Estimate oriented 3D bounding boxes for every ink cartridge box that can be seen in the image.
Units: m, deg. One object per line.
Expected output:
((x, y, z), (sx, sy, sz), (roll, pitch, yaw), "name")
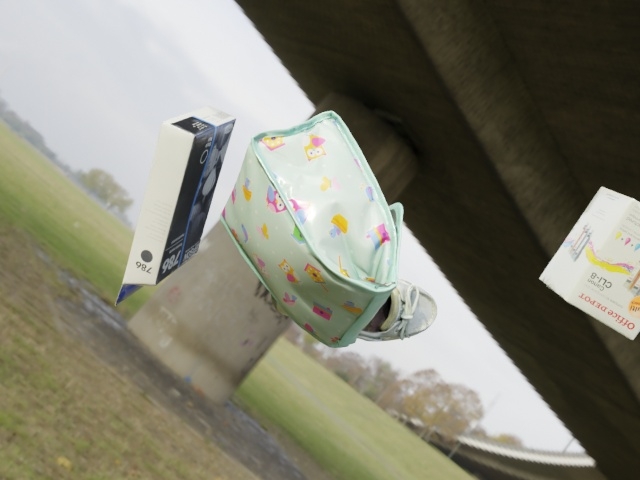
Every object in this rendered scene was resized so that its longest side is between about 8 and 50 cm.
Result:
((0.439, 0.032, 1.222), (0.128, 0.176, 0.127), (30, 10, -8), "ink cartridge box")
((-0.236, -0.047, 1.346), (0.065, 0.332, 0.165), (24, 24, 8), "ink cartridge box")

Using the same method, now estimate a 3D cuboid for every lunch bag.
((0.000, 0.000, 1.091), (0.262, 0.160, 0.223), (58, -28, 15), "lunch bag")

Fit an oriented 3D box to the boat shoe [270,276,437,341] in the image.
((0.074, 0.104, 1.310), (0.320, 0.118, 0.103), (17, -1, -37), "boat shoe")
